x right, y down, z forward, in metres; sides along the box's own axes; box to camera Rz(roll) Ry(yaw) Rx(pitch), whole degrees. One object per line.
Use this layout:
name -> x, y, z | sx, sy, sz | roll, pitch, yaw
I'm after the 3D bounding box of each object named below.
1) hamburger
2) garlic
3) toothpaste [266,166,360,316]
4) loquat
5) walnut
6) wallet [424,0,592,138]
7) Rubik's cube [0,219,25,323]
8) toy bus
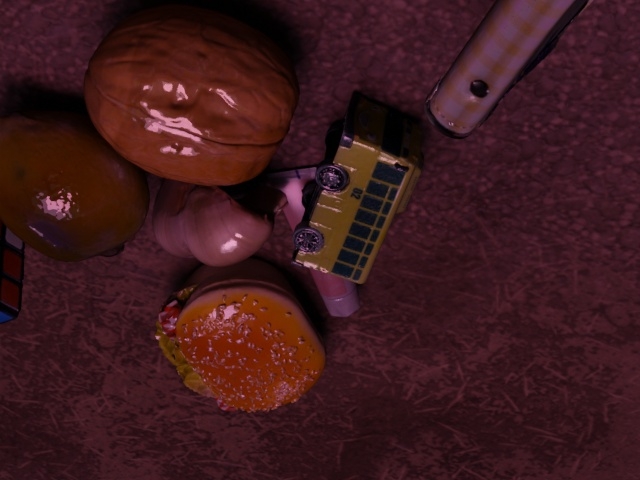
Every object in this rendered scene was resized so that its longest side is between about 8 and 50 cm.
hamburger -> -0.088, 0.114, 1.636 | 0.173, 0.116, 0.210 | -12, 133, 19
garlic -> -0.109, -0.030, 1.469 | 0.099, 0.124, 0.174 | 44, 172, -28
toothpaste -> 0.000, 0.000, 1.555 | 0.067, 0.043, 0.194 | -6, 128, 17
loquat -> -0.263, -0.060, 1.468 | 0.152, 0.152, 0.195 | -23, 120, 31
walnut -> -0.121, -0.136, 1.345 | 0.197, 0.165, 0.165 | 15, 137, -5
wallet -> 0.215, -0.231, 1.140 | 0.077, 0.223, 0.309 | 41, 138, 4
Rubik's cube -> -0.431, -0.007, 1.490 | 0.182, 0.184, 0.187 | -18, 150, 27
toy bus -> 0.037, -0.050, 1.440 | 0.101, 0.088, 0.175 | 20, 128, -4
